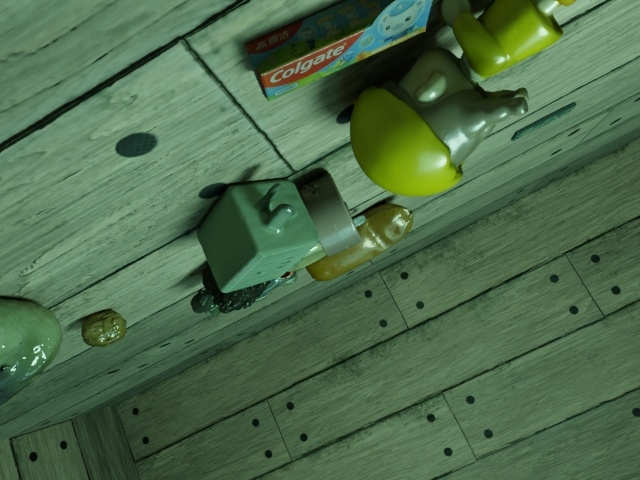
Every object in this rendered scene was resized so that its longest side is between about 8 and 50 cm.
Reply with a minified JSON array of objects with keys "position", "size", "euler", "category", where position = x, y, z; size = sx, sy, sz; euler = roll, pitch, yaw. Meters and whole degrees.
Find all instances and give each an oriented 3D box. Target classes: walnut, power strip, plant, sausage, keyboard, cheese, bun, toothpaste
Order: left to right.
[{"position":[-0.568,0.206,0.701],"size":[0.273,0.168,0.273],"euler":[-32,169,-7],"category":"bun"},{"position":[-0.499,0.203,1.001],"size":[0.096,0.082,0.079],"euler":[-17,136,-27],"category":"walnut"},{"position":[-0.215,0.106,1.041],"size":[0.203,0.131,0.142],"euler":[-35,167,39],"category":"plant"},{"position":[-0.099,-0.022,0.758],"size":[0.140,0.139,0.224],"euler":[-12,161,-42],"category":"power strip"},{"position":[0.004,0.003,1.193],"size":[0.248,0.071,0.163],"euler":[-23,166,-16],"category":"cheese"},{"position":[0.017,-0.052,0.843],"size":[0.078,0.154,0.154],"euler":[-25,167,5],"category":"power strip"},{"position":[0.019,-0.217,0.448],"size":[0.193,0.044,0.070],"euler":[-26,165,-4],"category":"toothpaste"},{"position":[0.115,0.000,1.270],"size":[0.354,0.134,0.116],"euler":[-30,-161,18],"category":"sausage"},{"position":[0.621,-0.329,1.209],"size":[0.176,0.014,0.055],"euler":[-27,170,3],"category":"keyboard"}]

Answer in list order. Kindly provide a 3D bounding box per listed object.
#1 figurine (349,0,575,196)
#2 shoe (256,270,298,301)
[{"position":[0.177,-0.201,0.547],"size":[0.215,0.187,0.344],"euler":[-29,167,-50],"category":"figurine"},{"position":[-0.161,0.124,1.361],"size":[0.194,0.074,0.077],"euler":[-25,155,-16],"category":"shoe"}]
